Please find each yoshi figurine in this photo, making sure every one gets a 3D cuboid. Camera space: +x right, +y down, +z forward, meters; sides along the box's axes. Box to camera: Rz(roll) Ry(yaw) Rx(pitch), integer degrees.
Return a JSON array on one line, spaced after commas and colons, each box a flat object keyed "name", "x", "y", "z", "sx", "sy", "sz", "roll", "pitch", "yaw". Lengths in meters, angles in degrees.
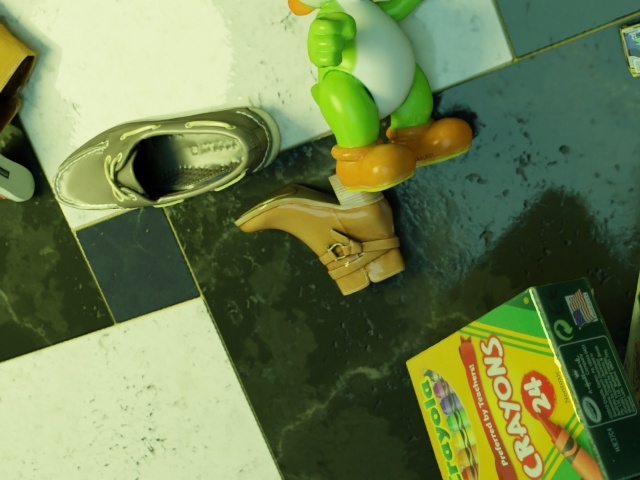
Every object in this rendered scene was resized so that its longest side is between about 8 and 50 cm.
[{"name": "yoshi figurine", "x": 0.062, "y": -0.249, "z": 0.955, "sx": 0.203, "sy": 0.203, "sz": 0.362, "roll": -19, "pitch": 98, "yaw": 5}]

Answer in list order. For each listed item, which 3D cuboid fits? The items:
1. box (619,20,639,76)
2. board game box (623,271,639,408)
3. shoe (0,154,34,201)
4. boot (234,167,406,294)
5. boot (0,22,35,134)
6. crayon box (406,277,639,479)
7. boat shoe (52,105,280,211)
[{"name": "box", "x": 0.405, "y": -0.223, "z": 0.919, "sx": 0.168, "sy": 0.059, "sz": 0.054, "roll": -14, "pitch": 101, "yaw": 20}, {"name": "board game box", "x": 0.380, "y": 0.058, "z": 0.917, "sx": 0.064, "sy": 0.242, "sz": 0.317, "roll": 7, "pitch": 109, "yaw": 12}, {"name": "shoe", "x": -0.467, "y": -0.099, "z": 1.168, "sx": 0.081, "sy": 0.178, "sz": 0.064, "roll": -3, "pitch": 67, "yaw": 21}, {"name": "boot", "x": 0.000, "y": 0.000, "z": 1.104, "sx": 0.197, "sy": 0.073, "sz": 0.152, "roll": -18, "pitch": 105, "yaw": 23}, {"name": "boot", "x": -0.527, "y": -0.193, "z": 1.182, "sx": 0.211, "sy": 0.104, "sz": 0.295, "roll": 41, "pitch": 109, "yaw": 1}, {"name": "crayon box", "x": 0.204, "y": 0.193, "z": 0.973, "sx": 0.318, "sy": 0.081, "sz": 0.202, "roll": -47, "pitch": 56, "yaw": 57}, {"name": "boat shoe", "x": -0.214, "y": -0.097, "z": 1.122, "sx": 0.324, "sy": 0.097, "sz": 0.117, "roll": -10, "pitch": 104, "yaw": 19}]
